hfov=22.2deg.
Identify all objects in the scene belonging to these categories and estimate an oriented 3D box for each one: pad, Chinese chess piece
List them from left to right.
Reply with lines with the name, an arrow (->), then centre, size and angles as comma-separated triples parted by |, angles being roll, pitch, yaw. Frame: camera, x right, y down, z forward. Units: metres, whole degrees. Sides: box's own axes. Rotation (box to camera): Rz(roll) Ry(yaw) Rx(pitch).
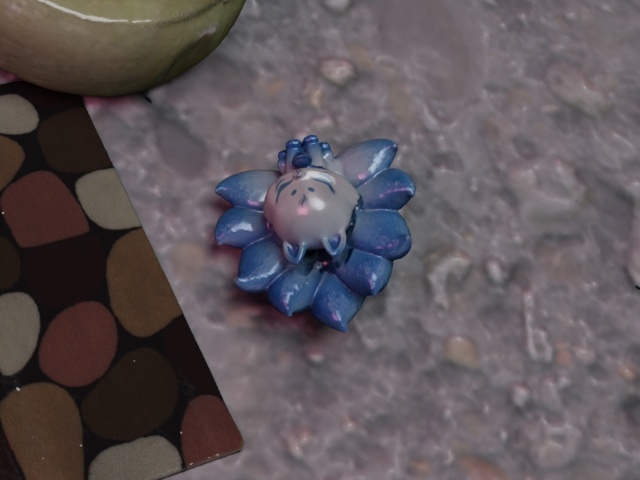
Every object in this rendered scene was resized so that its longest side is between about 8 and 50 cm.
pad -> -0.151, 0.024, 0.819 | 0.158, 0.003, 0.235 | -16, 70, -31
Chinese chess piece -> -0.127, -0.170, 0.894 | 0.188, 0.083, 0.188 | 11, 59, -19

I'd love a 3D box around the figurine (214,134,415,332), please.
figurine -> 0.000, 0.000, 0.855 | 0.114, 0.079, 0.114 | -2, 59, 4
